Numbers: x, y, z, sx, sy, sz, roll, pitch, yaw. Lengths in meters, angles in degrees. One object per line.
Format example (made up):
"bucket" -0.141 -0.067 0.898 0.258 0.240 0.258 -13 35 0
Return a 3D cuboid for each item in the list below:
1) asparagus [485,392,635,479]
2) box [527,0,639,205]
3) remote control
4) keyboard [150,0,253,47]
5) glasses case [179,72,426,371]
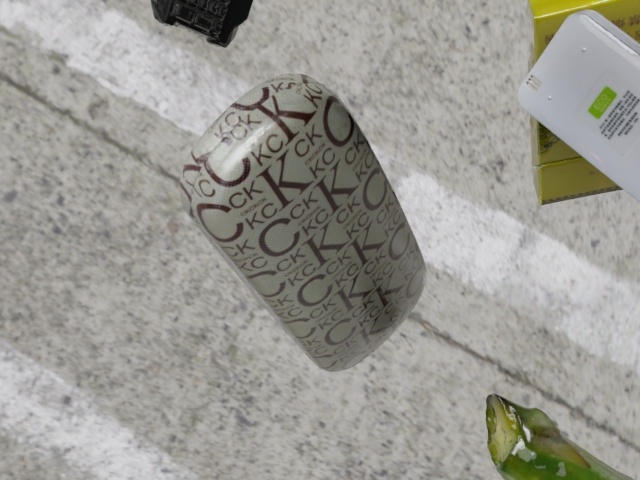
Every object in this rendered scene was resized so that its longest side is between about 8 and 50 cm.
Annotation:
"asparagus" 0.310 0.276 1.143 0.343 0.085 0.082 34 130 0
"box" 0.280 -0.143 1.062 0.153 0.279 0.041 -12 53 4
"remote control" 0.283 -0.082 0.905 0.250 0.034 0.103 41 123 15
"keyboard" -0.048 -0.265 0.743 0.016 0.106 0.263 21 96 26
"glasses case" 0.000 0.000 0.870 0.137 0.355 0.085 -43 59 -6
